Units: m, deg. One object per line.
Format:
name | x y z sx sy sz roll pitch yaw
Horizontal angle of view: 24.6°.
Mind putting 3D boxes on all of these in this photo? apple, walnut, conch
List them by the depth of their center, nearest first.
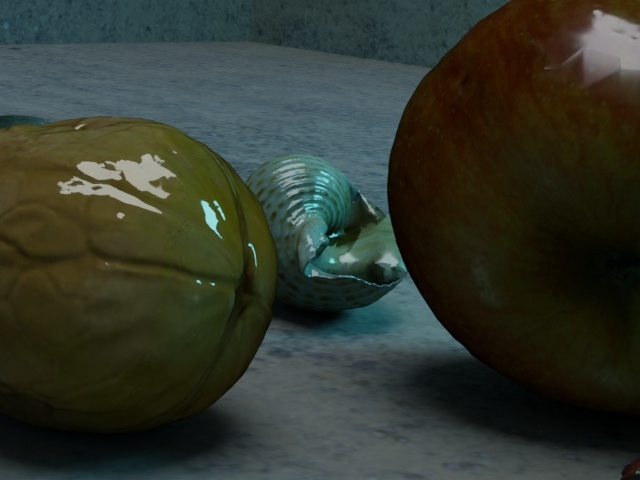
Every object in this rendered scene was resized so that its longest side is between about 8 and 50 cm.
walnut | -0.136 0.019 0.833 0.225 0.193 0.193 5 12 21
apple | 0.201 -0.016 0.916 0.309 0.277 0.250 -8 34 0
conch | -0.003 0.003 1.135 0.135 0.102 0.153 12 42 -19

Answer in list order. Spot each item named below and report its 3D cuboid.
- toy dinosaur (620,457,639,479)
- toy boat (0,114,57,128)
toy dinosaur | 0.233 0.122 0.784 0.154 0.049 0.055 -2 10 -6
toy boat | -0.262 -0.027 1.223 0.141 0.092 0.319 4 19 -6
